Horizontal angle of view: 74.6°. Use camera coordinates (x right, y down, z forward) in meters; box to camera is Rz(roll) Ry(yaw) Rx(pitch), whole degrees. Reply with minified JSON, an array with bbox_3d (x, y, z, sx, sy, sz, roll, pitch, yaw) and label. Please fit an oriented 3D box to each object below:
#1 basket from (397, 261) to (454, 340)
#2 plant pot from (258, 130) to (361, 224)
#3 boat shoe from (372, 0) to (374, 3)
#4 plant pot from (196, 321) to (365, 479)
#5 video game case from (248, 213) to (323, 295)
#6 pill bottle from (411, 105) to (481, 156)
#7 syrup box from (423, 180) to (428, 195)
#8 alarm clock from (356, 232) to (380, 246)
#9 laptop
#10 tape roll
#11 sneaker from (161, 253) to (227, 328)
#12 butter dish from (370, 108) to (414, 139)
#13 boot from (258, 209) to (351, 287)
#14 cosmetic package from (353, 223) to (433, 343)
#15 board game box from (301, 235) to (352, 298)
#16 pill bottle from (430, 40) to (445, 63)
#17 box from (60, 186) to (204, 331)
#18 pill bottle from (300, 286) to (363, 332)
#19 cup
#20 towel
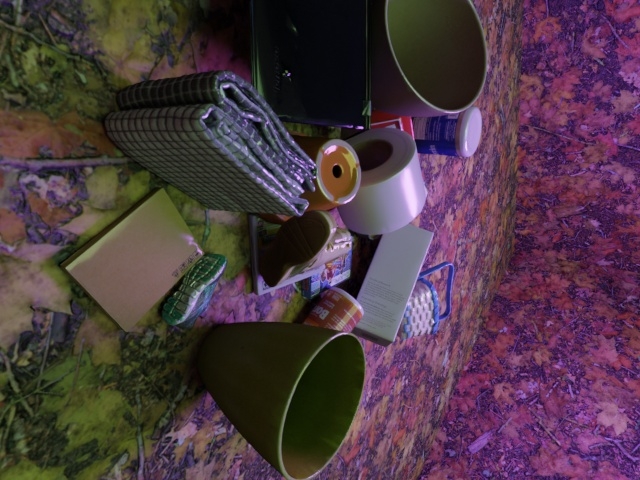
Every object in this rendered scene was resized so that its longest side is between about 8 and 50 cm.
[{"bbox_3d":[0.380,0.225,1.586,0.289,0.201,0.255,-14,117,-19],"label":"basket"},{"bbox_3d":[-0.025,-0.135,0.882,0.205,0.188,0.205,-2,94,-43],"label":"plant pot"},{"bbox_3d":[0.189,-0.632,1.158,0.302,0.113,0.103,-28,97,-41],"label":"boat shoe"},{"bbox_3d":[-0.104,0.276,0.847,0.275,0.293,0.275,-23,119,-51],"label":"plant pot"},{"bbox_3d":[-0.075,0.012,1.012,0.212,0.023,0.193,-17,114,-40],"label":"video game case"},{"bbox_3d":[0.360,-0.352,1.341,0.153,0.264,0.153,-23,119,-49],"label":"pill bottle"},{"bbox_3d":[0.286,-0.196,1.434,0.237,0.096,0.093,46,61,-51],"label":"syrup box"},{"bbox_3d":[0.148,-0.083,1.300,0.129,0.064,0.192,-52,142,-32],"label":"alarm clock"},{"bbox_3d":[-0.022,-0.414,0.852,0.408,0.236,0.382,-133,-138,-79],"label":"laptop"},{"bbox_3d":[0.143,-0.159,1.110,0.246,0.246,0.169,-56,141,-28],"label":"tape roll"},{"bbox_3d":[-0.238,0.100,0.821,0.166,0.065,0.076,-55,157,-24],"label":"sneaker"},{"bbox_3d":[0.191,-0.334,1.237,0.118,0.160,0.160,-78,155,-45],"label":"butter dish"},{"bbox_3d":[0.000,0.000,0.915,0.203,0.095,0.262,-20,161,-41],"label":"boot"},{"bbox_3d":[0.218,0.136,1.340,0.197,0.155,0.365,85,27,-70],"label":"cosmetic package"},{"bbox_3d":[0.022,0.069,1.193,0.201,0.035,0.136,-19,116,-51],"label":"board game box"},{"bbox_3d":[0.357,-0.544,1.309,0.392,0.224,0.224,-31,125,-48],"label":"pill bottle"},{"bbox_3d":[-0.306,0.031,0.720,0.201,0.021,0.164,-51,138,-32],"label":"box"},{"bbox_3d":[0.011,0.243,1.143,0.216,0.121,0.121,-49,138,-20],"label":"pill bottle"},{"bbox_3d":[0.204,-0.442,1.027,0.331,0.237,0.331,2,86,-34],"label":"cup"},{"bbox_3d":[-0.160,-0.149,0.687,0.283,0.235,0.121,38,63,-53],"label":"towel"}]
